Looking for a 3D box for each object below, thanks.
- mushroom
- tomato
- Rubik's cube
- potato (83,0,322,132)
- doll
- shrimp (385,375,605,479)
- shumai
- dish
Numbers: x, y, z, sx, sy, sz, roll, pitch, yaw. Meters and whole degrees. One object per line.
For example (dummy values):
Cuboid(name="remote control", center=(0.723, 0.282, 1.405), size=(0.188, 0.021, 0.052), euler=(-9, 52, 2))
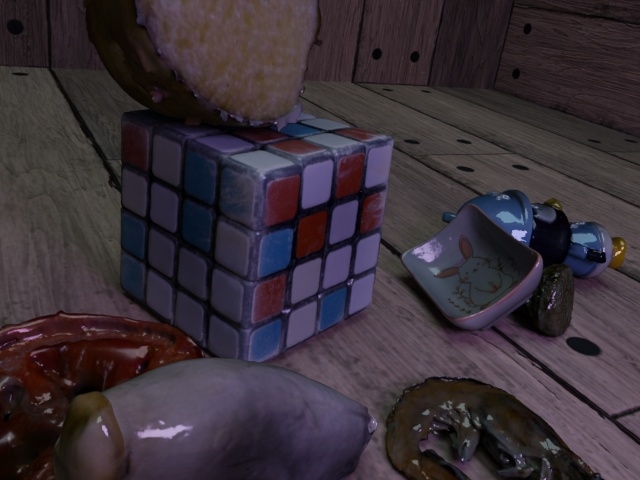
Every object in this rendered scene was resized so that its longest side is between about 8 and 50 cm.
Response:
Cuboid(name="mushroom", center=(-0.052, 0.148, 0.495), size=(0.097, 0.109, 0.351), euler=(39, 5, 34))
Cuboid(name="tomato", center=(-0.212, 0.164, 0.552), size=(0.227, 0.101, 0.228), euler=(3, 32, -2))
Cuboid(name="Rubik's cube", center=(-0.086, -0.027, 0.825), size=(0.258, 0.257, 0.253), euler=(25, 29, 36))
Cuboid(name="potato", center=(-0.162, -0.254, 0.742), size=(0.237, 0.301, 0.288), euler=(0, -19, 38))
Cuboid(name="doll", center=(0.358, -0.011, 1.086), size=(0.313, 0.141, 0.177), euler=(9, 10, -9))
Cuboid(name="shrimp", center=(0.163, 0.212, 0.624), size=(0.173, 0.058, 0.253), euler=(-10, 25, -19))
Cuboid(name="shumai", center=(0.320, 0.083, 0.933), size=(0.087, 0.099, 0.123), euler=(3, 15, 33))
Cuboid(name="dish", center=(0.228, 0.049, 0.936), size=(0.151, 0.077, 0.212), euler=(-38, 29, 3))
